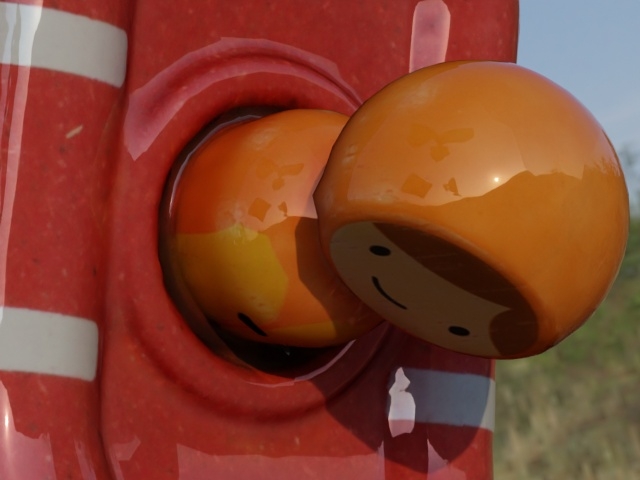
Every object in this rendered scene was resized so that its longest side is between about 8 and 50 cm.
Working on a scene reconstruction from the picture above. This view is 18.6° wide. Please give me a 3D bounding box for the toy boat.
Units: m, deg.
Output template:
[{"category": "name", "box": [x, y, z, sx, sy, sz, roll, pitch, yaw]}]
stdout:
[{"category": "toy boat", "box": [0.000, 0.000, 0.408, 0.151, 0.231, 0.151, 9, -8, -37]}]
